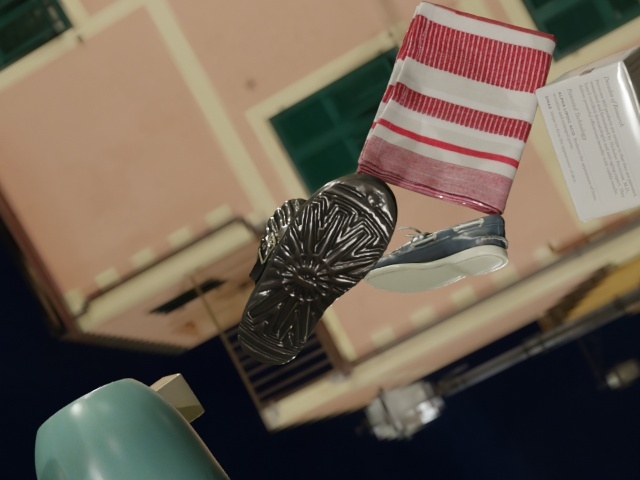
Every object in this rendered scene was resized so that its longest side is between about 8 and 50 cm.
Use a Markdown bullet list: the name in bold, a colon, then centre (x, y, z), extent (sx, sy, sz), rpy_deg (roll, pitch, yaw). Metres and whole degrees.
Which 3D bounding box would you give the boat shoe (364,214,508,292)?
- **boat shoe**: centre (0.175, 0.019, 2.139), extent (0.095, 0.254, 0.079), rpy_deg (25, -121, -40)

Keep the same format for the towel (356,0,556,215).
- **towel**: centre (0.217, -0.214, 2.175), extent (0.037, 0.237, 0.329), rpy_deg (86, -157, -66)

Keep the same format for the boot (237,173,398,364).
- **boot**: centre (-0.004, -0.002, 2.074), extent (0.131, 0.348, 0.260), rpy_deg (36, -154, -9)

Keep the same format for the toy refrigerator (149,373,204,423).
- **toy refrigerator**: centre (-0.346, 0.354, 2.492), extent (0.094, 0.269, 0.102), rpy_deg (58, 153, -5)

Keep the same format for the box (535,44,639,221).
- **box**: centre (0.374, -0.139, 1.778), extent (0.181, 0.119, 0.182), rpy_deg (-33, -76, -65)

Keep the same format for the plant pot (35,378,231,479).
- **plant pot**: centre (-0.330, 0.370, 2.277), extent (0.235, 0.293, 0.293), rpy_deg (58, -167, 12)
